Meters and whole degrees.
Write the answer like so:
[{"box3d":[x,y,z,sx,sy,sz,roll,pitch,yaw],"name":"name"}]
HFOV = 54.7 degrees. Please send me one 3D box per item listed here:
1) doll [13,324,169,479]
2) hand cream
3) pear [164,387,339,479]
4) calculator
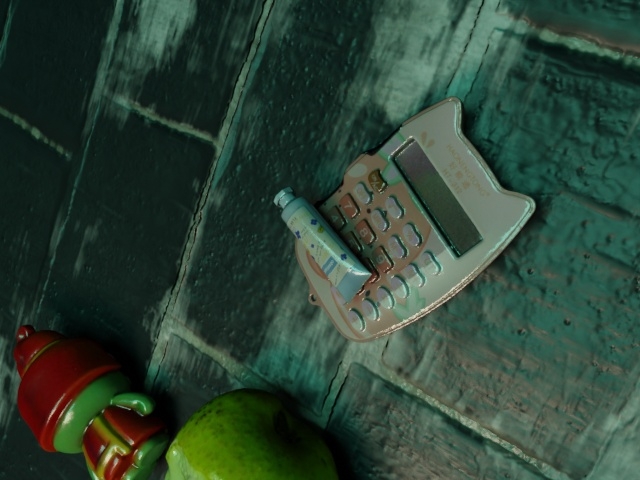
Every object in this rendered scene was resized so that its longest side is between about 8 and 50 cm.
[{"box3d":[-0.412,0.261,1.039,0.363,0.160,0.183,37,110,27],"name":"doll"},{"box3d":[0.000,0.000,0.809,0.171,0.043,0.065,50,135,19],"name":"hand cream"},{"box3d":[-0.106,0.339,0.805,0.286,0.176,0.282,4,77,46],"name":"pear"},{"box3d":[0.097,-0.011,0.789,0.329,0.048,0.220,-40,71,28],"name":"calculator"}]
